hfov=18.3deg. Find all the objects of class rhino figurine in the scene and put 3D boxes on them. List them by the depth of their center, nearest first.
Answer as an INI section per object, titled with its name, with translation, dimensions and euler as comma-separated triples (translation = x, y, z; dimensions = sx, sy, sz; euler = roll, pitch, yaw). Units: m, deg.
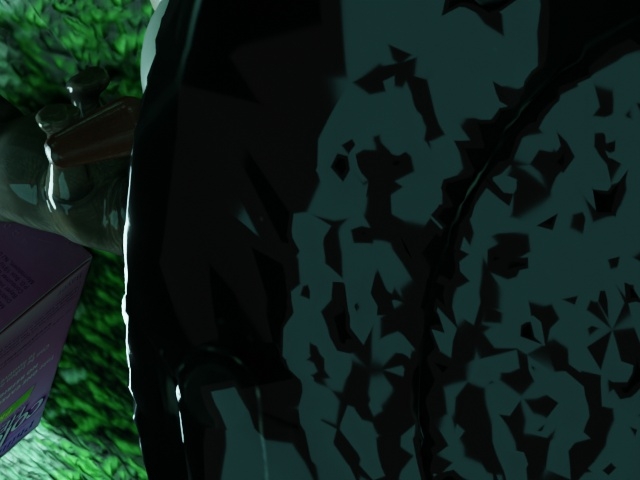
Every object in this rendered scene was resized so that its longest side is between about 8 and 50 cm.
[rhino figurine]
translation = -0.134, -0.040, 1.135
dimensions = 0.243, 0.073, 0.106
euler = 19, 133, 34

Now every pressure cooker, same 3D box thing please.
[pressure cooker]
translation = 0.212, -0.008, 0.479
dimensions = 0.375, 0.420, 0.370
euler = -21, 94, 39

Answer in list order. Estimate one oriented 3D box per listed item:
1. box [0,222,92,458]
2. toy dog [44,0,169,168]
[box]
translation = -0.287, 0.036, 1.344
dimensions = 0.213, 0.117, 0.243
euler = 41, 147, 10
[toy dog]
translation = 0.000, 0.000, 0.916
dimensions = 0.333, 0.161, 0.220
euler = 56, 178, -4
